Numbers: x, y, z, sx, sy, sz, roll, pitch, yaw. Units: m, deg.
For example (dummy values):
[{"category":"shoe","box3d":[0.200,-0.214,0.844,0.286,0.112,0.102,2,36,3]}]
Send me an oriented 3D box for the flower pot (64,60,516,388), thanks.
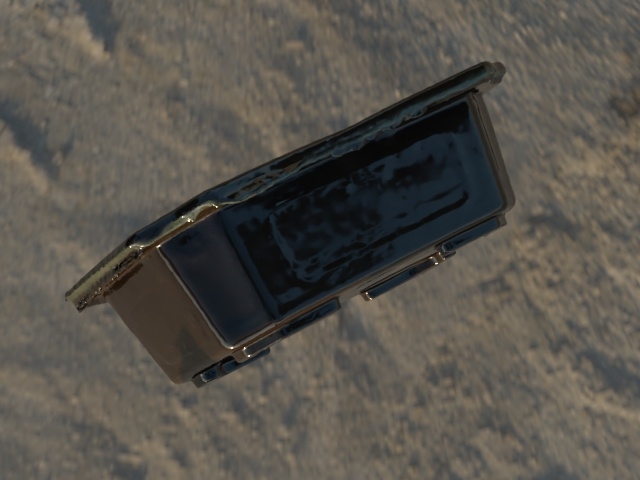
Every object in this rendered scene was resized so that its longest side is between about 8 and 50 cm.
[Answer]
[{"category":"flower pot","box3d":[0.000,0.000,1.002,0.251,0.179,0.084,-27,87,-29]}]
